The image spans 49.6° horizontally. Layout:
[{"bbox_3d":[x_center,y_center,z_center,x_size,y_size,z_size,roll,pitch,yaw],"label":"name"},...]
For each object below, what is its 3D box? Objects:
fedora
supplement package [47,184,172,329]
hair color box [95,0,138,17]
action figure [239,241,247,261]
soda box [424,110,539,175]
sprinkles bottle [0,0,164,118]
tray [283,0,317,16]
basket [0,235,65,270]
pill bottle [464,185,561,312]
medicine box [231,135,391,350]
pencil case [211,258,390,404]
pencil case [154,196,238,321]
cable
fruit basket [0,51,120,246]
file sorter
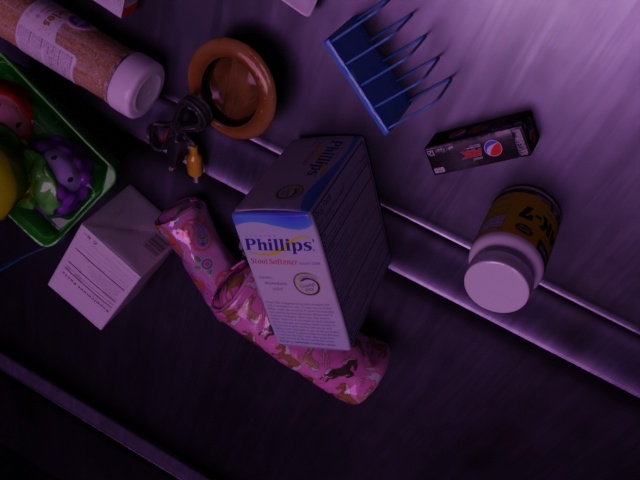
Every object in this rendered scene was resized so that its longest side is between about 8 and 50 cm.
[{"bbox_3d":[-0.146,-0.278,1.240,0.194,0.079,0.195,16,130,20],"label":"fedora"},{"bbox_3d":[-0.483,0.045,1.631,0.175,0.177,0.293,42,135,-5],"label":"supplement package"},{"bbox_3d":[-0.405,-0.491,1.250,0.167,0.053,0.093,33,134,2],"label":"hair color box"},{"bbox_3d":[-0.117,-0.005,1.456,0.137,0.063,0.232,36,138,-3],"label":"action figure"},{"bbox_3d":[0.256,-0.154,1.107,0.168,0.060,0.053,-8,118,37],"label":"soda box"},{"bbox_3d":[-0.479,-0.372,1.338,0.355,0.121,0.121,31,135,6],"label":"sprinkles bottle"},{"bbox_3d":[-0.096,-0.485,1.082,0.270,0.030,0.145,35,136,2],"label":"tray"},{"bbox_3d":[-0.742,-0.090,1.631,0.200,0.255,0.289,4,115,28],"label":"basket"},{"bbox_3d":[0.306,0.013,1.103,0.119,0.208,0.119,16,132,19],"label":"pill bottle"},{"bbox_3d":[0.000,0.000,1.235,0.149,0.263,0.290,0,124,26],"label":"medicine box"},{"bbox_3d":[-0.035,0.185,1.436,0.386,0.167,0.160,38,167,-15],"label":"pencil case"},{"bbox_3d":[-0.247,0.041,1.532,0.124,0.124,0.284,-13,117,38],"label":"pencil case"},{"bbox_3d":[-0.264,-0.219,1.334,0.139,0.072,0.287,48,149,5],"label":"cable"},{"bbox_3d":[-0.630,-0.165,1.392,0.283,0.392,0.392,-42,99,13],"label":"fruit basket"},{"bbox_3d":[0.110,-0.275,1.062,0.104,0.118,0.170,-23,110,38],"label":"file sorter"}]
